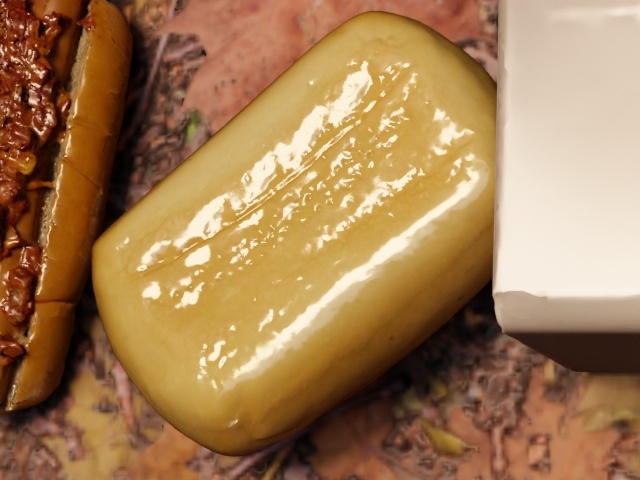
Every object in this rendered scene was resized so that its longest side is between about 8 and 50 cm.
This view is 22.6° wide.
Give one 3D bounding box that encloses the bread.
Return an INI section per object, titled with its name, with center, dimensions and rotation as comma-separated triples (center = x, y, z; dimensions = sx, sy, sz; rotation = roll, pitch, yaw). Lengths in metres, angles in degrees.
[bread]
center = 0.000, 0.000, 0.751
dimensions = 0.217, 0.098, 0.147
rotation = -36, 68, 7

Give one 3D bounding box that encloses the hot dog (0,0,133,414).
[hot dog]
center = -0.160, -0.034, 0.827
dimensions = 0.102, 0.076, 0.249
rotation = 9, 82, 14

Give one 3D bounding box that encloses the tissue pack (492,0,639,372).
[tissue pack]
center = 0.157, -0.072, 0.678
dimensions = 0.135, 0.159, 0.246
rotation = -2, 79, 21
